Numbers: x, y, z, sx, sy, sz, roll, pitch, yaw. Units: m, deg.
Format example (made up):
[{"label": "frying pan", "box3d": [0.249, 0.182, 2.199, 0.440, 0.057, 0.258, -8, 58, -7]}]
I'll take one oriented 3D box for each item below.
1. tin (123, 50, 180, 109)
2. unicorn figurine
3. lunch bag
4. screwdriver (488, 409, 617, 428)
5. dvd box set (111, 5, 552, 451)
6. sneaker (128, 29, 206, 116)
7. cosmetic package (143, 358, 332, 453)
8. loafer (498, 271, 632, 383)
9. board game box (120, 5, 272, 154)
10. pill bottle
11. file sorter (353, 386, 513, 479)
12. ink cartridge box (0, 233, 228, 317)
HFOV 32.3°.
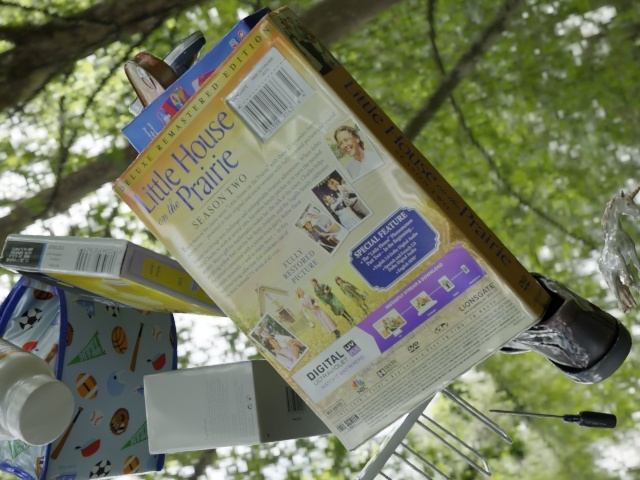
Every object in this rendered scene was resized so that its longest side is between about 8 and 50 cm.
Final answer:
[{"label": "tin", "box3d": [-0.226, -0.202, 1.632, 0.040, 0.106, 0.189, -51, -34, -21]}, {"label": "unicorn figurine", "box3d": [0.373, 0.016, 1.359, 0.162, 0.060, 0.111, 105, 153, -51]}, {"label": "lunch bag", "box3d": [-0.440, 0.232, 2.047, 0.328, 0.239, 0.385, 6, -85, -58]}, {"label": "screwdriver", "box3d": [0.307, 0.235, 1.464, 0.025, 0.170, 0.024, 88, -174, -49]}, {"label": "dvd box set", "box3d": [0.000, 0.000, 1.214, 0.420, 0.307, 0.062, 47, -147, 0]}, {"label": "sneaker", "box3d": [-0.228, -0.258, 1.988, 0.163, 0.226, 0.086, 43, -141, 0]}, {"label": "cosmetic package", "box3d": [-0.137, 0.275, 1.849, 0.224, 0.225, 0.138, 9, -109, -60]}, {"label": "loafer", "box3d": [0.237, 0.075, 1.256, 0.095, 0.109, 0.302, 42, 174, -19]}, {"label": "board game box", "box3d": [-0.049, -0.076, 1.364, 0.347, 0.233, 0.078, 51, -150, -6]}, {"label": "pill bottle", "box3d": [-0.493, 0.224, 1.688, 0.136, 0.246, 0.136, -24, -57, -45]}, {"label": "file sorter", "box3d": [0.180, 0.388, 1.874, 0.173, 0.277, 0.193, 36, 180, 6]}, {"label": "ink cartridge box", "box3d": [-0.283, 0.067, 1.704, 0.307, 0.304, 0.072, 29, -111, -44]}]
